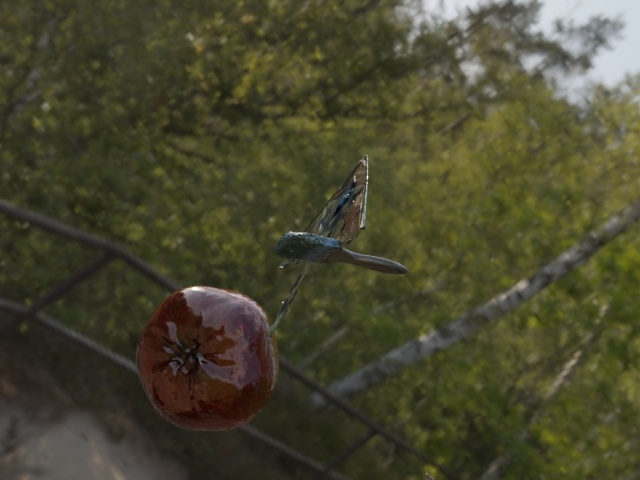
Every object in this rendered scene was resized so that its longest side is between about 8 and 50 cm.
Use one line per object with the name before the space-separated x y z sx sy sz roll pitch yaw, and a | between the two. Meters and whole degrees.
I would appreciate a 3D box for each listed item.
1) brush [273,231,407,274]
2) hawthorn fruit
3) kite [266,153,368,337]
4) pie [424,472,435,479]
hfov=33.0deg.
brush | 0.034 0.023 1.470 0.070 0.196 0.021 -40 -138 54
hawthorn fruit | -0.205 0.216 2.001 0.275 0.275 0.299 54 -3 -2
kite | 0.000 0.000 1.551 0.011 0.314 0.335 32 -18 -13
pie | 0.202 0.503 1.925 0.092 0.034 0.170 42 38 -9
